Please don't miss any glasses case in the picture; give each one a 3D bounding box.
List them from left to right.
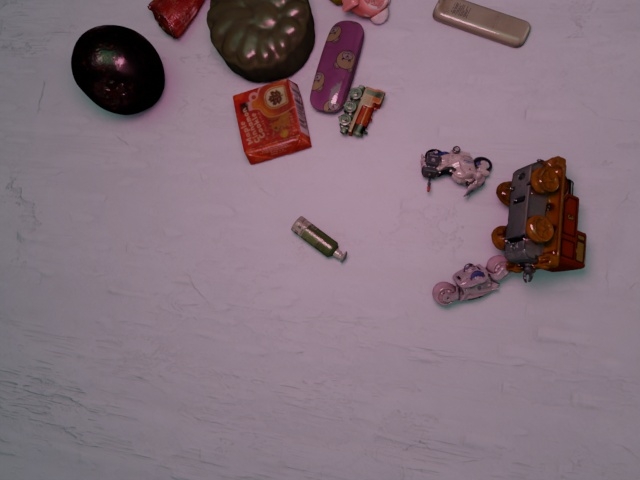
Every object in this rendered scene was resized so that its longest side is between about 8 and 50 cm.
[{"bbox_3d":[0.056,-0.581,1.365,0.123,0.076,0.316,16,88,21],"label":"glasses case"}]

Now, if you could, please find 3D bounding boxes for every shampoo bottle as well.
[{"bbox_3d":[0.000,0.000,1.353,0.204,0.065,0.065,37,94,10],"label":"shampoo bottle"}]

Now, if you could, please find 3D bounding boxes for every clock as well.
[{"bbox_3d":[0.156,-0.808,1.340,0.162,0.093,0.165,3,93,-26],"label":"clock"}]

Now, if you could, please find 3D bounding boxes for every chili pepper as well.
[{"bbox_3d":[-0.499,-0.868,1.483,0.252,0.136,0.144,-49,35,-6],"label":"chili pepper"}]

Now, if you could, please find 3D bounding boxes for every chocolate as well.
[{"bbox_3d":[-0.171,-0.406,1.387,0.235,0.108,0.237,-13,86,11],"label":"chocolate"}]

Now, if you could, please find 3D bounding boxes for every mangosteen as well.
[{"bbox_3d":[-0.682,-0.592,1.419,0.297,0.313,0.297,7,126,10],"label":"mangosteen"}]

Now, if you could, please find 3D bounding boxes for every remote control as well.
[{"bbox_3d":[0.515,-0.707,1.309,0.310,0.038,0.090,25,90,10],"label":"remote control"}]

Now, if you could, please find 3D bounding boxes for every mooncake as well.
[{"bbox_3d":[-0.196,-0.721,1.365,0.356,0.194,0.356,-1,87,12],"label":"mooncake"}]

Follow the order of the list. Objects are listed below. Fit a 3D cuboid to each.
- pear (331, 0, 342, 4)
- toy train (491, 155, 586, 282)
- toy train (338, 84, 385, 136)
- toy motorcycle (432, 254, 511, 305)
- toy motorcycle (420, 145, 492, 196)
[{"bbox_3d":[0.056,-0.851,1.383,0.092,0.092,0.097,-3,103,10],"label":"pear"},{"bbox_3d":[0.637,-0.049,1.170,0.232,0.163,0.369,17,75,-18],"label":"toy train"},{"bbox_3d":[0.132,-0.424,1.350,0.118,0.074,0.176,21,89,7],"label":"toy train"},{"bbox_3d":[0.469,0.133,1.251,0.254,0.112,0.112,-28,82,6],"label":"toy motorcycle"},{"bbox_3d":[0.420,-0.215,1.275,0.221,0.102,0.150,12,68,8],"label":"toy motorcycle"}]
